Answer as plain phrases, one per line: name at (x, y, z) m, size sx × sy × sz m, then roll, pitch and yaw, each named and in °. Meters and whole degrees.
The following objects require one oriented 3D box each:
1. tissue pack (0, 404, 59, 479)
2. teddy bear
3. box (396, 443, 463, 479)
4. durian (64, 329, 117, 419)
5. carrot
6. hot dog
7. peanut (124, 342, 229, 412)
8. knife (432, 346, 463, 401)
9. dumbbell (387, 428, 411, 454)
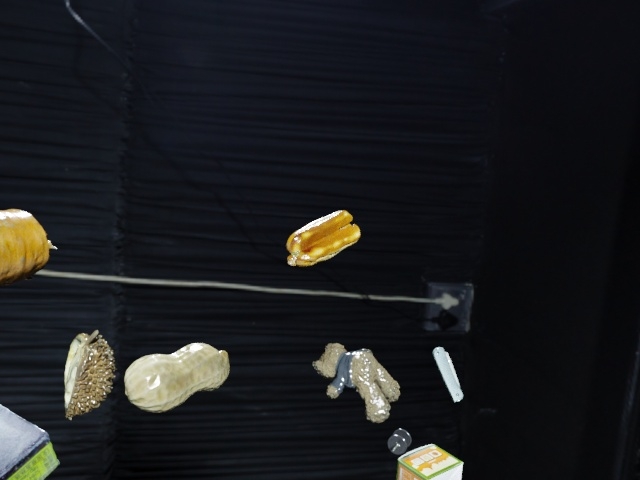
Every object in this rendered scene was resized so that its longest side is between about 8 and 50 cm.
tissue pack at (-0.735, 0.474, 1.062) m, size 0.394 × 0.287 × 0.124 m, roll -43°, pitch 139°, yaw -45°
teddy bear at (0.102, 0.353, 1.544) m, size 0.251 × 0.182 × 0.129 m, roll 26°, pitch -58°, yaw 25°
box at (0.353, 0.813, 1.919) m, size 0.148 × 0.177 × 0.195 m, roll 16°, pitch -72°, yaw 51°
durian at (-0.439, 0.251, 1.118) m, size 0.148 × 0.091 × 0.189 m, roll 54°, pitch -50°, yaw 55°
carrot at (-0.857, 0.028, 1.422) m, size 0.340 × 0.224 × 0.224 m, roll -34°, pitch 133°, yaw -70°
hot dog at (0.000, 0.000, 1.940) m, size 0.100 × 0.337 × 0.135 m, roll -29°, pitch -90°, yaw 47°
peanut at (-0.315, 0.309, 1.315) m, size 0.120 × 0.298 × 0.136 m, roll 40°, pitch -66°, yaw 26°
knife at (0.371, 0.385, 1.678) m, size 0.023 × 0.044 × 0.162 m, roll 114°, pitch -47°, yaw -82°
dumbbell at (0.270, 0.689, 1.983) m, size 0.147 × 0.069 × 0.070 m, roll -10°, pitch 106°, yaw -66°
